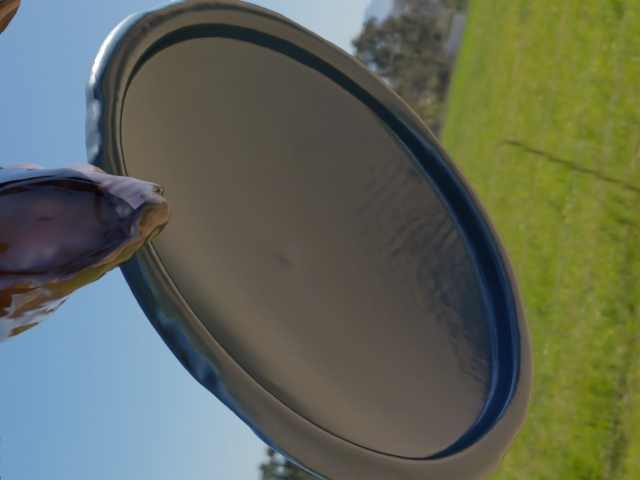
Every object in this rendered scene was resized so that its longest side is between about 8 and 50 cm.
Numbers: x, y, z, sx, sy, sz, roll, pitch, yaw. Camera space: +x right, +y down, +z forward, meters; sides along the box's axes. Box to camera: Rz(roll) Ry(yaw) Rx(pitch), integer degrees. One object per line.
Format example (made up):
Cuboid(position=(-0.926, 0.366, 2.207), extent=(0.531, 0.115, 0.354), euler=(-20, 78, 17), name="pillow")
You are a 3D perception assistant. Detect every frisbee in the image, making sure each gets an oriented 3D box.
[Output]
Cuboid(position=(-0.004, 0.002, 0.626), extent=(0.049, 0.289, 0.289), euler=(-39, 23, 34), name="frisbee")

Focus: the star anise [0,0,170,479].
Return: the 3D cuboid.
Cuboid(position=(-0.212, 0.005, 0.431), extent=(0.292, 0.349, 0.109), euler=(-44, -20, 9), name="star anise")
